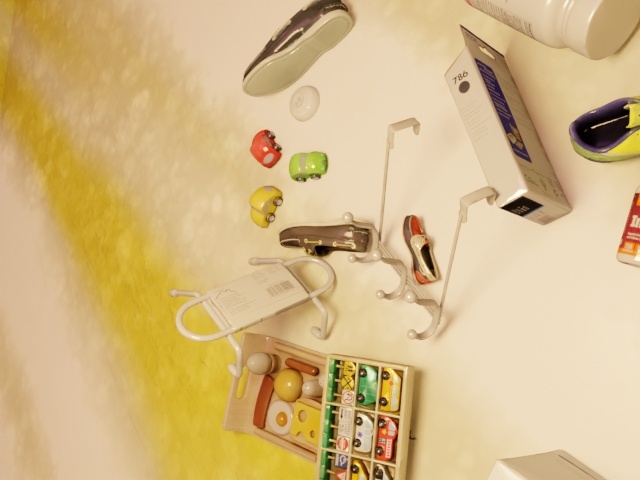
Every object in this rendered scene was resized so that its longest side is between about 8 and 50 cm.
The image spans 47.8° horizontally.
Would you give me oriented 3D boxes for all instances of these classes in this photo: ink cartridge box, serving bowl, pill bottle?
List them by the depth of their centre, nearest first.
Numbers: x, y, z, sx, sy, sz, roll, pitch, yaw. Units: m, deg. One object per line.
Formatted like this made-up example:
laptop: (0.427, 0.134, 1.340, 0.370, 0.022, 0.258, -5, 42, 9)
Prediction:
pill bottle: (0.497, -0.032, 1.061, 0.086, 0.086, 0.152, 16, 92, 42)
pill bottle: (0.378, -0.419, 1.201, 0.283, 0.160, 0.160, 45, 110, 38)
ink cartridge box: (0.304, -0.193, 1.215, 0.065, 0.165, 0.333, -31, 61, 34)
serving bowl: (-0.042, -0.314, 1.639, 0.083, 0.027, 0.083, -10, 75, 41)

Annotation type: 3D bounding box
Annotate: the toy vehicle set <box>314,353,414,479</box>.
toy vehicle set: (0.078, 0.350, 1.320, 0.166, 0.035, 0.267, 3, 86, 29)

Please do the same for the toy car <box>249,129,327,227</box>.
toy car: (-0.083, -0.159, 1.625, 0.225, 0.053, 0.239, -10, 74, 40)

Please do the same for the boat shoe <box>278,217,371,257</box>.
boat shoe: (0.000, 0.000, 1.497, 0.227, 0.081, 0.069, -7, 72, 38)

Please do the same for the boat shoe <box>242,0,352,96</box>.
boat shoe: (-0.062, -0.440, 1.636, 0.302, 0.114, 0.091, -30, 62, 20)

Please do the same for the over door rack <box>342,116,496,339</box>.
over door rack: (0.144, -0.015, 1.251, 0.239, 0.108, 0.324, 53, 142, 39)

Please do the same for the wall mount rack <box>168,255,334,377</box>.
wall mount rack: (-0.156, 0.122, 1.502, 0.304, 0.350, 0.130, 46, 144, 37)

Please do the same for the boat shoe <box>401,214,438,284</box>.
boat shoe: (0.187, 0.014, 1.349, 0.043, 0.049, 0.137, -25, 71, 50)

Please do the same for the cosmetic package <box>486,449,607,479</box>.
cosmetic package: (0.308, 0.437, 1.034, 0.138, 0.224, 0.224, 30, 102, 41)

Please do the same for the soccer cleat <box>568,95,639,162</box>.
soccer cleat: (0.509, -0.182, 1.059, 0.289, 0.121, 0.093, -16, 70, 38)

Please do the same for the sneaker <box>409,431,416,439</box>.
sneaker: (0.153, 0.335, 1.323, 0.069, 0.038, 0.098, 43, 118, 36)

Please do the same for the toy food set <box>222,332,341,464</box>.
toy food set: (-0.072, 0.328, 1.483, 0.306, 0.092, 0.220, 11, 88, 43)
